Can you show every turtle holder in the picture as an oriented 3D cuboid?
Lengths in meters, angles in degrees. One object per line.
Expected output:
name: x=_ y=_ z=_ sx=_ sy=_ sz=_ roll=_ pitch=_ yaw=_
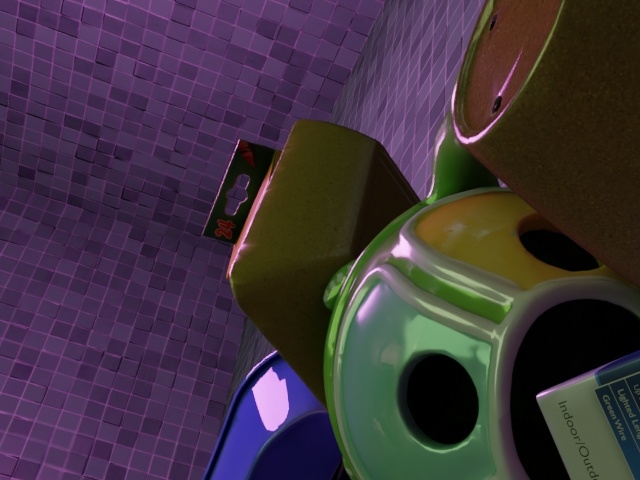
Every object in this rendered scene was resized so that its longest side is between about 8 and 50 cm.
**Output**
turtle holder: x=0.140 y=0.062 z=0.584 sx=0.320 sy=0.243 sz=0.227 roll=-66 pitch=8 yaw=-6

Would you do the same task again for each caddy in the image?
caddy: x=-0.001 y=0.272 z=0.974 sx=0.179 sy=0.241 sz=0.341 roll=-113 pitch=42 yaw=-69

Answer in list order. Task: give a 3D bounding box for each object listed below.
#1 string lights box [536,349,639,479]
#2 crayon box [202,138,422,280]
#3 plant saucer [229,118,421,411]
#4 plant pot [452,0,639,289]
string lights box: x=0.213 y=0.067 z=0.289 sx=0.259 sy=0.076 sz=0.133 roll=-38 pitch=68 yaw=46
crayon box: x=0.000 y=0.000 z=1.235 sx=0.081 sy=0.318 sz=0.202 roll=-82 pitch=14 yaw=-48
plant saucer: x=0.075 y=0.057 z=0.836 sx=0.081 sy=0.333 sz=0.333 roll=-28 pitch=22 yaw=24
plant pot: x=0.204 y=-0.058 z=0.414 sx=0.237 sy=0.254 sz=0.237 roll=-161 pitch=90 yaw=-79
